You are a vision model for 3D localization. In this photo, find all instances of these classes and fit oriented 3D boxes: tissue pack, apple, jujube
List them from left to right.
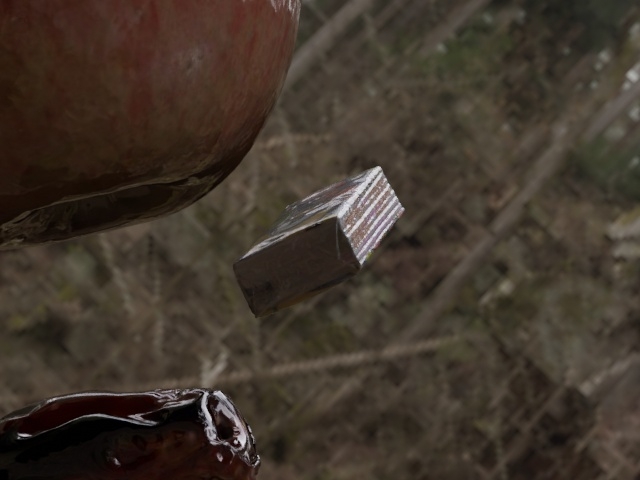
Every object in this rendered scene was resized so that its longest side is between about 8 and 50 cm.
[{"bbox_3d":[-0.172,-0.128,1.146,0.345,0.344,0.269,-172,-100,-64],"label":"apple"},{"bbox_3d":[-0.153,0.174,1.213,0.168,0.236,0.168,52,22,-32],"label":"jujube"},{"bbox_3d":[0.000,0.000,1.456,0.060,0.108,0.148,62,23,-10],"label":"tissue pack"}]
